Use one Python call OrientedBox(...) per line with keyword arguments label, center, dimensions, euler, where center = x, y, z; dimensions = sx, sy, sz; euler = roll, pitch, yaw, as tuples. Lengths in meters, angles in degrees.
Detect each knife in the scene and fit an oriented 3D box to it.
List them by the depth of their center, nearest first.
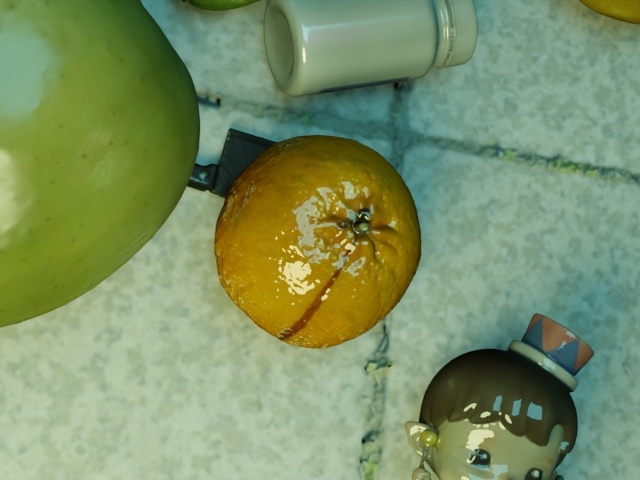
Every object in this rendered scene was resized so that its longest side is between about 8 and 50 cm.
OrientedBox(label="knife", center=(-0.070, -0.066, 1.697), dimensions=(0.245, 0.019, 0.072), euler=(18, 70, -17))

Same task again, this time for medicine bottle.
OrientedBox(label="medicine bottle", center=(0.047, -0.199, 1.720), dimensions=(0.187, 0.103, 0.102), euler=(-10, 80, -20))

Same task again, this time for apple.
OrientedBox(label="apple", center=(-0.284, -0.099, 1.464), dimensions=(0.357, 0.357, 0.357), euler=(4, 75, -17))

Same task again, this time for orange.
OrientedBox(label="orange", center=(0.000, 0.000, 1.619), dimensions=(0.193, 0.161, 0.193), euler=(1, 86, -12))

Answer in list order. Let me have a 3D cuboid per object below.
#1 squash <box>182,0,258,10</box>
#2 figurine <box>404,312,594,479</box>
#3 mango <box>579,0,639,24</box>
OrientedBox(label="squash", center=(-0.052, -0.274, 1.712), dimensions=(0.188, 0.095, 0.095), euler=(-23, 85, -19))
OrientedBox(label="figurine", center=(0.159, 0.196, 1.627), dimensions=(0.161, 0.158, 0.275), euler=(19, 72, -22))
OrientedBox(label="mango", center=(0.293, -0.314, 1.825), dimensions=(0.147, 0.109, 0.227), euler=(-42, 86, -12))
